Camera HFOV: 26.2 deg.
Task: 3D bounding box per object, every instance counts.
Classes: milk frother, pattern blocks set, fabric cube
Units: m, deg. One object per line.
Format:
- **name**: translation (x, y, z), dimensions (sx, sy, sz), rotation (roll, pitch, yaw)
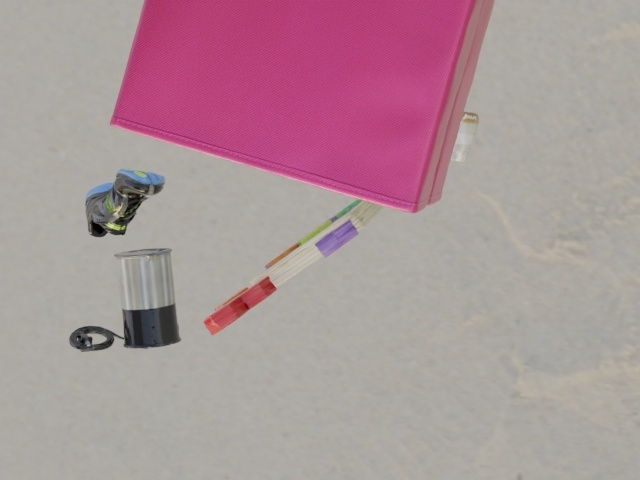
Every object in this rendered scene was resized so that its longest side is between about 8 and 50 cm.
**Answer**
- **milk frother**: translation (-0.282, 0.086, 1.955), dimensions (0.129, 0.143, 0.135), rotation (1, 98, 51)
- **pattern blocks set**: translation (0.000, 0.000, 1.469), dimensions (0.285, 0.325, 0.026), rotation (-35, 91, 5)
- **fabric cube**: translation (0.006, -0.184, 1.151), dimensions (0.254, 0.259, 0.258), rotation (15, 96, 8)

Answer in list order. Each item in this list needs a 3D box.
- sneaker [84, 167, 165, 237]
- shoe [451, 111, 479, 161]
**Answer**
- **sneaker**: translation (-0.265, -0.048, 1.864), dimensions (0.188, 0.067, 0.078), rotation (-24, 60, 53)
- **shoe**: translation (0.114, -0.120, 1.672), dimensions (0.219, 0.076, 0.058), rotation (0, 93, 61)
